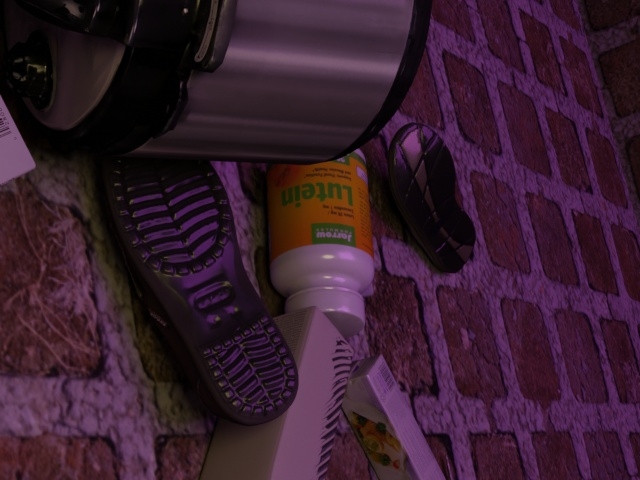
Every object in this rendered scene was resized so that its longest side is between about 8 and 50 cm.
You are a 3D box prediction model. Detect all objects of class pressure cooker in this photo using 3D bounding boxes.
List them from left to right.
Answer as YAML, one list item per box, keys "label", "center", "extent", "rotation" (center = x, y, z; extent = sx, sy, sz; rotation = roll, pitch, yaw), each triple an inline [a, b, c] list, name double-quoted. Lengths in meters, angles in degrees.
- label: "pressure cooker"
  center: [-0.141, -0.258, 1.236]
  extent: [0.420, 0.370, 0.376]
  rotation: [0, 68, -35]

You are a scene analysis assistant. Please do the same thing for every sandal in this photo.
- label: "sandal"
  center: [0.163, -0.061, 1.956]
  extent: [0.120, 0.086, 0.303]
  rotation: [-44, 135, -20]

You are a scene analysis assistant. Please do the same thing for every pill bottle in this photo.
- label: "pill bottle"
  center: [0.000, 0.000, 1.589]
  extent: [0.136, 0.136, 0.246]
  rotation: [31, 48, -48]

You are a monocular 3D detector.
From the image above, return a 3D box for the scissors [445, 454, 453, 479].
- label: "scissors"
  center: [0.215, 0.467, 1.777]
  extent: [0.109, 0.021, 0.297]
  rotation: [-14, 87, -58]

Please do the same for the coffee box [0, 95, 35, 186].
- label: "coffee box"
  center: [-0.388, -0.036, 0.940]
  extent: [0.119, 0.168, 0.297]
  rotation: [64, 31, -9]

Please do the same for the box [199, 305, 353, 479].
- label: "box"
  center: [-0.049, 0.212, 1.408]
  extent: [0.094, 0.113, 0.275]
  rotation: [52, 36, -31]

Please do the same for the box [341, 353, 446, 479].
- label: "box"
  center: [0.118, 0.311, 1.670]
  extent: [0.324, 0.063, 0.067]
  rotation: [62, 32, -13]

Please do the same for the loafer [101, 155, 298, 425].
- label: "loafer"
  center: [-0.154, 0.047, 1.353]
  extent: [0.133, 0.130, 0.366]
  rotation: [-16, 76, -27]
